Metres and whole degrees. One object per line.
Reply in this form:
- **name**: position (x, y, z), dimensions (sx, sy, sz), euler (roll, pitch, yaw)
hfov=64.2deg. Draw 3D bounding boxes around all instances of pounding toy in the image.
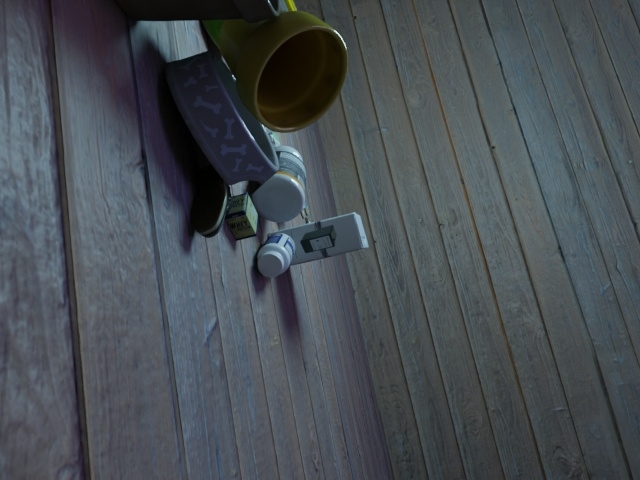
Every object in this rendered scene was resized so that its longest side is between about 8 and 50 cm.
- **pounding toy**: position (-0.240, -0.631, 1.528), dimensions (0.237, 0.110, 0.182), euler (10, 55, -64)

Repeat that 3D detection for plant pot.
- **plant pot**: position (-0.106, -0.416, 1.165), dimensions (0.239, 0.254, 0.254), euler (48, -7, 30)
- **plant pot**: position (-0.256, -0.550, 0.964), dimensions (0.323, 0.281, 0.323), euler (-14, 90, -81)

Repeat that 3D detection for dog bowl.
- **dog bowl**: position (-0.211, -0.273, 1.178), dimensions (0.348, 0.102, 0.349), euler (61, 7, -14)

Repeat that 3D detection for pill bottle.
- **pill bottle**: position (-0.125, -0.189, 1.618), dimensions (0.278, 0.162, 0.162), euler (-90, 164, -58)
- **pill bottle**: position (-0.129, 0.044, 1.457), dimensions (0.169, 0.094, 0.094), euler (-72, 148, -73)

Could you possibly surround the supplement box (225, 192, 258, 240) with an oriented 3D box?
- **supplement box**: position (-0.199, -0.061, 1.297), dimensions (0.083, 0.056, 0.083), euler (-93, 166, -49)

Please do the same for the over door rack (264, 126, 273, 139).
- **over door rack**: position (-0.200, -0.512, 1.804), dimensions (0.324, 0.108, 0.239), euler (-88, 163, -60)

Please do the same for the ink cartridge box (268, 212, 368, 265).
- **ink cartridge box**: position (0.000, 0.000, 1.687), dimensions (0.211, 0.289, 0.121), euler (-3, 80, -81)

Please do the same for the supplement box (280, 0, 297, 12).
- **supplement box**: position (-0.216, -0.861, 1.788), dimensions (0.195, 0.194, 0.356), euler (-79, 146, -69)

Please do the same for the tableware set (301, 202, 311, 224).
- **tableware set**: position (-0.069, -0.142, 2.332), dimensions (0.168, 0.020, 0.141), euler (64, 16, -55)

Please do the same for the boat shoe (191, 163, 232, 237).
- **boat shoe**: position (-0.225, -0.081, 1.103), dimensions (0.223, 0.080, 0.073), euler (-101, 167, -46)

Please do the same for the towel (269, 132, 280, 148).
- **towel**: position (-0.171, -0.354, 2.033), dimensions (0.113, 0.023, 0.151), euler (9, 65, -83)
